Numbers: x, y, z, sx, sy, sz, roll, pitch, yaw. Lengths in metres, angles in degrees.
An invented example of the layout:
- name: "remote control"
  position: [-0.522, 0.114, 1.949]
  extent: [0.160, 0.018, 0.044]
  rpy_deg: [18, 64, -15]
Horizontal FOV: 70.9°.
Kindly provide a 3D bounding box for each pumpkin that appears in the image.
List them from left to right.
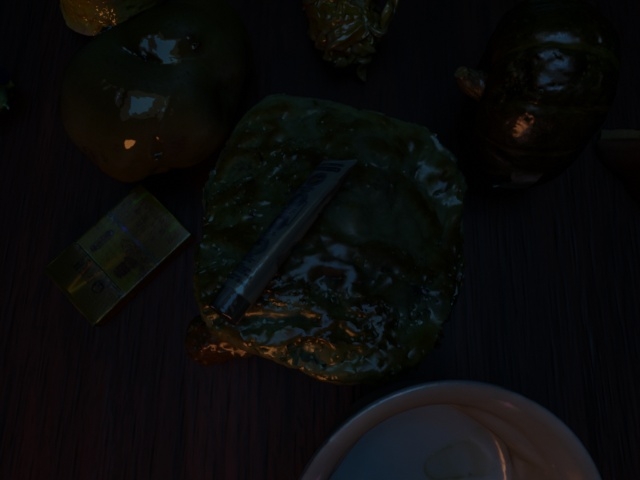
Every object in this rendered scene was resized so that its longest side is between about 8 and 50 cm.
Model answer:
- name: "pumpkin"
  position: [0.278, -0.208, 0.628]
  extent: [0.189, 0.260, 0.261]
  rpy_deg: [7, 76, 3]

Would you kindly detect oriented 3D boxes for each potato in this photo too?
- name: "potato"
  position: [-0.223, -0.240, 0.674]
  extent: [0.218, 0.202, 0.351]
  rpy_deg: [10, 63, 16]

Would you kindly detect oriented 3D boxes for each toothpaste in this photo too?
- name: "toothpaste"
  position: [-0.038, -0.012, 0.510]
  extent: [0.039, 0.062, 0.239]
  rpy_deg: [49, 65, -32]

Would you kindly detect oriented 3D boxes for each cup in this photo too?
- name: "cup"
  position: [0.127, 0.310, 0.530]
  extent: [0.346, 0.163, 0.348]
  rpy_deg: [0, 92, -4]

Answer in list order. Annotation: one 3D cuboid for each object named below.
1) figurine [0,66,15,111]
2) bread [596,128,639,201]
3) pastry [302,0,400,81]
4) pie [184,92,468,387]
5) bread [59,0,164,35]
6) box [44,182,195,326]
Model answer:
- name: "figurine"
  position: [-0.583, -0.268, 0.724]
  extent: [0.195, 0.102, 0.111]
  rpy_deg: [39, 83, 8]
- name: "bread"
  position: [0.520, -0.114, 0.677]
  extent: [0.067, 0.192, 0.119]
  rpy_deg: [-31, 115, -12]
- name: "pastry"
  position: [0.043, -0.397, 0.752]
  extent: [0.154, 0.102, 0.250]
  rpy_deg: [-19, 75, -1]
- name: "pie"
  position: [0.016, -0.020, 0.626]
  extent: [0.394, 0.180, 0.418]
  rpy_deg: [7, 71, 4]
- name: "bread"
  position: [-0.352, -0.447, 0.734]
  extent: [0.197, 0.170, 0.197]
  rpy_deg: [1, 64, -1]
- name: "box"
  position: [-0.306, 0.020, 0.690]
  extent: [0.121, 0.030, 0.193]
  rpy_deg: [43, 80, 10]
